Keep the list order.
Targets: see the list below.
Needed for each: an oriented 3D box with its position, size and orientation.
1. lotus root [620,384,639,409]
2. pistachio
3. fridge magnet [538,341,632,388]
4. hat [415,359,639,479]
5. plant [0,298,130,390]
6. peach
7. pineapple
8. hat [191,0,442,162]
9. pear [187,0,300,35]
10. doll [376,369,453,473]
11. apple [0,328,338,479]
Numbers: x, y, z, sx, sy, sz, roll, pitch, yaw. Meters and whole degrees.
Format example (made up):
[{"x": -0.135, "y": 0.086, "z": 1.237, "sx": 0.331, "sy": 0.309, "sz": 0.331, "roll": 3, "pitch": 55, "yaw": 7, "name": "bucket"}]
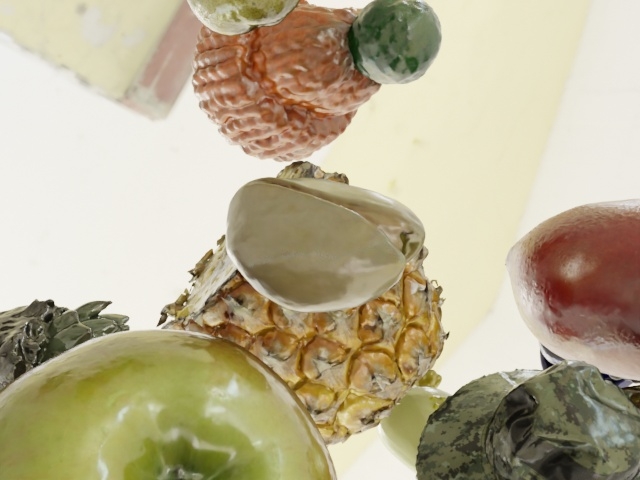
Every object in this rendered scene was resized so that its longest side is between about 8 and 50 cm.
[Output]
[{"x": 0.376, "y": 0.234, "z": 1.247, "sx": 0.120, "sy": 0.209, "sz": 0.120, "roll": 174, "pitch": -90, "yaw": -73, "name": "lotus root"}, {"x": 0.000, "y": 0.000, "z": 0.899, "sx": 0.185, "sy": 0.124, "sz": 0.124, "roll": -2, "pitch": -128, "yaw": 33, "name": "pistachio"}, {"x": 0.446, "y": 0.126, "z": 1.656, "sx": 0.265, "sy": 0.112, "sz": 0.265, "roll": -43, "pitch": -151, "yaw": 30, "name": "fridge magnet"}, {"x": 0.228, "y": 0.187, "z": 0.968, "sx": 0.128, "sy": 0.265, "sz": 0.265, "roll": 100, "pitch": 4, "yaw": -47, "name": "hat"}, {"x": -0.278, "y": 0.131, "z": 1.037, "sx": 0.132, "sy": 0.194, "sz": 0.129, "roll": -67, "pitch": 149, "yaw": -57, "name": "plant"}, {"x": 0.399, "y": 0.046, "z": 1.433, "sx": 0.361, "sy": 0.201, "sz": 0.258, "roll": 18, "pitch": -103, "yaw": 33, "name": "peach"}, {"x": -0.015, "y": 0.091, "z": 1.345, "sx": 0.352, "sy": 0.300, "sz": 0.352, "roll": -40, "pitch": -167, "yaw": 11, "name": "pineapple"}, {"x": -0.009, "y": -0.259, "z": 1.614, "sx": 0.400, "sy": 0.285, "sz": 0.285, "roll": 2, "pitch": -117, "yaw": 57, "name": "hat"}, {"x": -0.094, "y": -0.333, "z": 1.326, "sx": 0.167, "sy": 0.137, "sz": 0.167, "roll": -21, "pitch": -169, "yaw": 4, "name": "pear"}, {"x": 0.163, "y": 0.288, "z": 1.434, "sx": 0.296, "sy": 0.141, "sz": 0.117, "roll": -121, "pitch": -133, "yaw": -58, "name": "doll"}, {"x": -0.141, "y": 0.223, "z": 0.836, "sx": 0.305, "sy": 0.338, "sz": 0.338, "roll": 107, "pitch": 3, "yaw": -58, "name": "apple"}]
